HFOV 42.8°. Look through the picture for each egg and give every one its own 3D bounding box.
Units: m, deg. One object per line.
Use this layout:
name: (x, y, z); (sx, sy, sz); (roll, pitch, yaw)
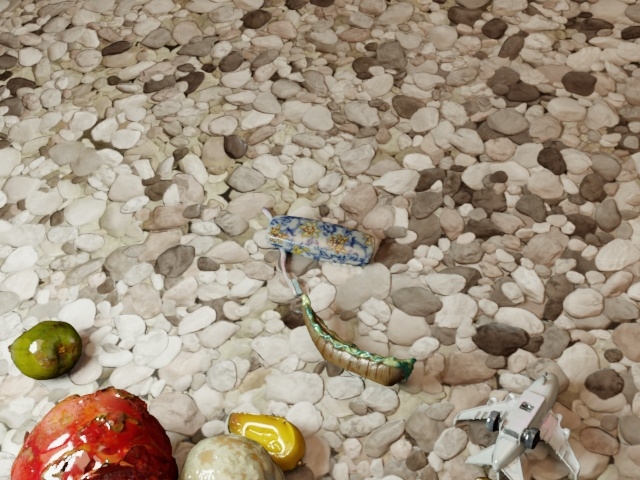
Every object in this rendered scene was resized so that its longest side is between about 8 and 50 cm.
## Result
egg: (-0.160, 0.446, 1.457); (0.195, 0.194, 0.233); (-25, 25, -13)

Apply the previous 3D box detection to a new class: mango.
mango: (-0.103, 0.386, 1.579); (0.188, 0.066, 0.101); (19, 65, 24)

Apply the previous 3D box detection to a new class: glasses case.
glasses case: (0.000, 0.000, 1.853); (0.248, 0.065, 0.087); (14, 48, 7)

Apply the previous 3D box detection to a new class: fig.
fig: (-0.585, 0.238, 1.725); (0.127, 0.185, 0.133); (42, 54, -12)

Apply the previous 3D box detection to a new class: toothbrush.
toothbrush: (-0.091, 0.021, 1.878); (0.027, 0.021, 0.269); (-9, 52, -18)

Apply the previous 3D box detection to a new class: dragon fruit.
dragon fruit: (-0.392, 0.414, 1.443); (0.296, 0.295, 0.301); (-9, 28, -2)

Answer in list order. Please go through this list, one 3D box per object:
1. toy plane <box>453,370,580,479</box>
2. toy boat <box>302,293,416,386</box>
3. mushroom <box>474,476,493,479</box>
toy plane: (0.387, 0.342, 1.543); (0.251, 0.101, 0.255); (21, 57, 33)
toy boat: (0.057, 0.215, 1.671); (0.293, 0.108, 0.099); (28, 92, 29)
mushroom: (0.236, 0.475, 1.485); (0.187, 0.060, 0.061); (-13, 52, -1)
